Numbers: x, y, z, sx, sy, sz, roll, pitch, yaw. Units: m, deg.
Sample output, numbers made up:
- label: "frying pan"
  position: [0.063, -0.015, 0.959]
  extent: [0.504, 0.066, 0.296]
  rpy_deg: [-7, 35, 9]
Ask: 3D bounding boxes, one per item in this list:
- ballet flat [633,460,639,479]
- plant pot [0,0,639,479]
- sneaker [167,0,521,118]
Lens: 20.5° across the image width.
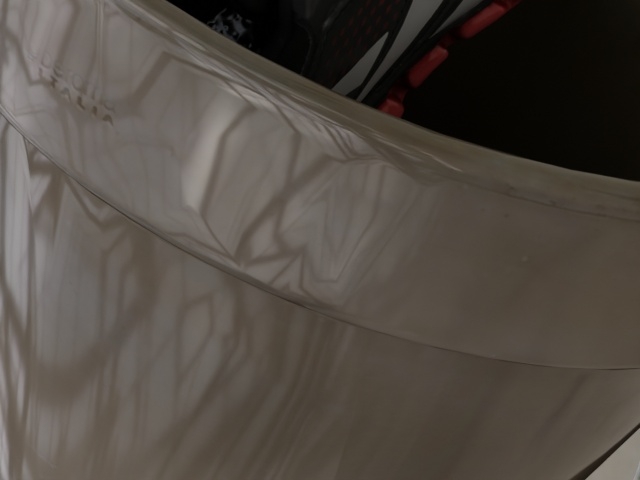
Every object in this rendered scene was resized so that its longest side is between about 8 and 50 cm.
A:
- label: "ballet flat"
  position: [0.209, 0.221, 1.073]
  extent: [0.139, 0.139, 0.400]
  rpy_deg: [106, -172, -52]
- label: "plant pot"
  position: [0.000, 0.000, 0.628]
  extent: [0.280, 0.323, 0.323]
  rpy_deg: [-68, 30, 31]
- label: "sneaker"
  position: [0.014, -0.112, 0.599]
  extent: [0.097, 0.276, 0.135]
  rpy_deg: [41, -178, 30]
